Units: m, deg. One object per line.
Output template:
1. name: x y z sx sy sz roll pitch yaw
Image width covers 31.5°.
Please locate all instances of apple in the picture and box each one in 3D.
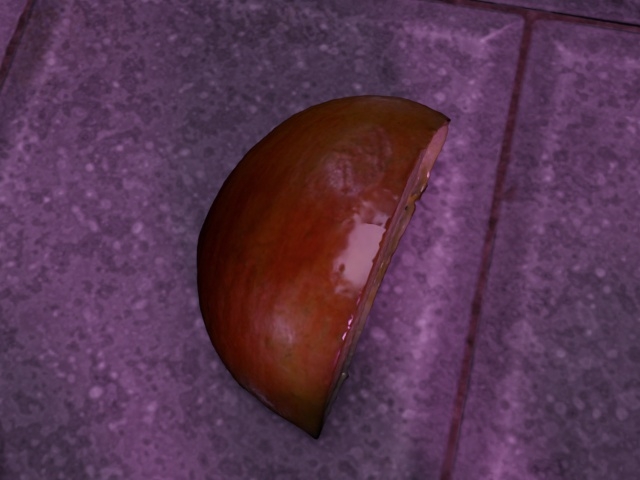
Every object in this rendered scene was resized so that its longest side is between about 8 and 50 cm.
1. apple: 0.000 0.000 1.096 0.179 0.254 0.346 35 67 -27
